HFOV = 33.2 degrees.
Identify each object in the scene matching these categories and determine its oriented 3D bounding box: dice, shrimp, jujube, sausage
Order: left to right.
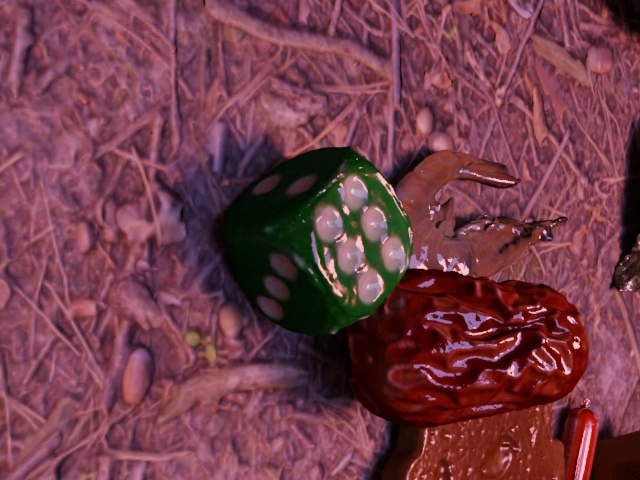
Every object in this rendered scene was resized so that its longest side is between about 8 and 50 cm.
[{"bbox_3d":[0.000,0.000,0.956,0.131,0.120,0.128,-46,118,-32],"label":"dice"},{"bbox_3d":[0.133,0.099,1.018,0.230,0.155,0.155,-2,93,-11],"label":"jujube"},{"bbox_3d":[0.155,-0.029,1.132,0.254,0.059,0.145,-23,96,-33],"label":"shrimp"},{"bbox_3d":[0.299,0.257,1.269,0.050,0.048,0.145,14,79,-5],"label":"sausage"}]

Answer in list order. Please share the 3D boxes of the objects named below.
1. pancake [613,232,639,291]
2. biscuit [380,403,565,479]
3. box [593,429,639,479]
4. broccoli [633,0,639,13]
[{"bbox_3d":[0.469,-0.082,1.405,0.197,0.054,0.376,53,58,-30],"label":"pancake"},{"bbox_3d":[0.179,0.237,1.163,0.278,0.043,0.301,-48,118,-31],"label":"biscuit"},{"bbox_3d":[0.454,0.458,1.285,0.415,0.116,0.264,60,22,-22],"label":"box"},{"bbox_3d":[0.532,-0.386,1.295,0.293,0.281,0.347,13,88,-39],"label":"broccoli"}]
